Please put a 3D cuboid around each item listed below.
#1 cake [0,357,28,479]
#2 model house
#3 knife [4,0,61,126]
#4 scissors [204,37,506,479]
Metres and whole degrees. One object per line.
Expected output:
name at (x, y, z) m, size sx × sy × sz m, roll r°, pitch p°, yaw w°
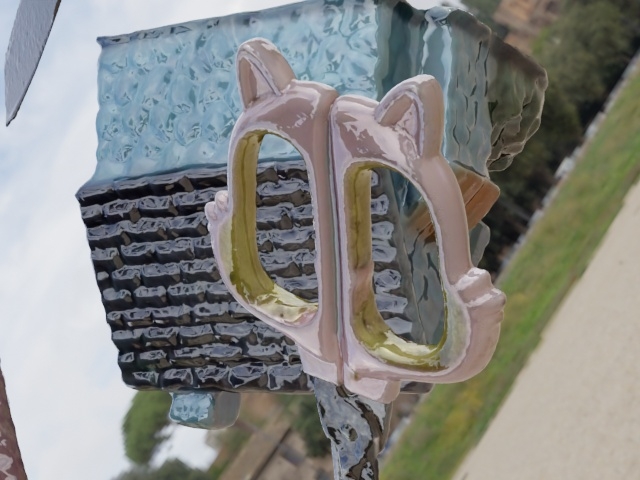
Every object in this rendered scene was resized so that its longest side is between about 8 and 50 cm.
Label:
cake at (-0.407, 0.233, 1.032) m, size 0.230 × 0.309 × 0.237 m, roll 21°, pitch -67°, yaw -34°
model house at (0.000, 0.000, 1.024) m, size 0.297 × 0.360 × 0.339 m, roll 27°, pitch -115°, yaw -57°
knife at (-0.149, -0.142, 0.633) m, size 0.028 × 0.060 × 0.230 m, roll 1°, pitch -37°, yaw -29°
scissors at (0.014, 0.065, 0.544) m, size 0.024 × 0.160 × 0.317 m, roll -35°, pitch -48°, yaw -43°
